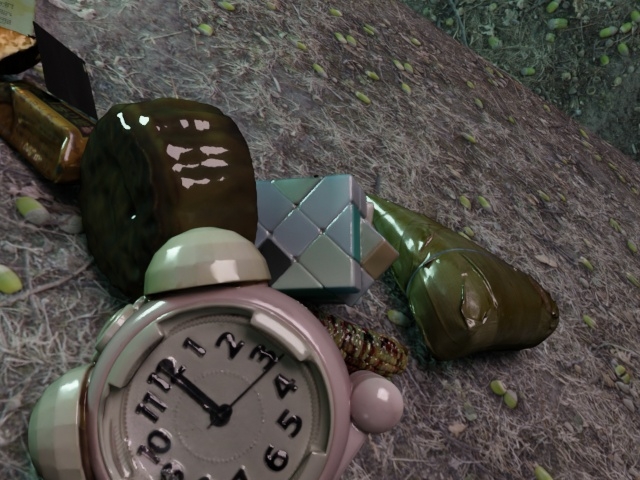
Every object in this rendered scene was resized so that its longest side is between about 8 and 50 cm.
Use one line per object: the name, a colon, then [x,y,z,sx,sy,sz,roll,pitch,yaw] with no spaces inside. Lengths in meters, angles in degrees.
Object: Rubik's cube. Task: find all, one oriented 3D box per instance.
Rubik's cube: [0.000,0.000,1.053,0.213,0.265,0.224,41,49,-71]

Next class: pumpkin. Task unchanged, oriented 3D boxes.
pumpkin: [-0.584,-0.289,1.010,0.254,0.130,0.149,20,70,-16]

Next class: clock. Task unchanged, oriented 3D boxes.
clock: [-0.118,0.188,0.729,0.325,0.184,0.342,38,77,-4]

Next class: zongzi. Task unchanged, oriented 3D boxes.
zongzi: [0.289,0.059,1.305,0.356,0.174,0.393,8,40,-40]

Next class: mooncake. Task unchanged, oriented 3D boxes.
mooncake: [-0.220,-0.056,0.899,0.161,0.290,0.290,-7,56,-41]

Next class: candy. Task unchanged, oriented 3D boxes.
candy: [-0.440,-0.181,1.003,0.271,0.101,0.143,39,26,18]

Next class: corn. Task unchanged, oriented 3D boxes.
corn: [0.032,0.171,1.039,0.253,0.086,0.086,20,41,-26]

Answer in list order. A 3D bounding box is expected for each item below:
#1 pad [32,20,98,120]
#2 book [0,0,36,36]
pad: [-0.420,-0.276,1.059,0.193,0.004,0.116,49,27,-86]
book: [-0.634,-0.450,1.180,0.201,0.026,0.289,13,44,-30]
